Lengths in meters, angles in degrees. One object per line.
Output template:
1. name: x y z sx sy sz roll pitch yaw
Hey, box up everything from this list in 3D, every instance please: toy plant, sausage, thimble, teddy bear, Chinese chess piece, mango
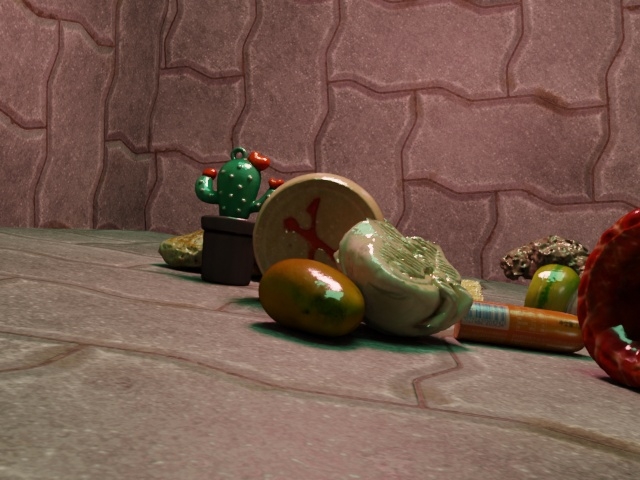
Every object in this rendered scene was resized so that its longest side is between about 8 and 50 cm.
1. toy plant: -0.261 -0.077 2.131 0.279 0.400 0.185 8 0 40
2. sausage: 0.453 0.191 1.592 0.312 0.093 0.093 7 2 0
3. toy plant: 0.678 0.180 1.796 0.315 0.184 0.224 19 -14 28
4. thimble: 0.651 0.109 1.308 0.230 0.350 0.350 7 2 -25
5. teddy bear: 0.796 0.130 2.259 0.357 0.224 0.367 34 4 -25
6. Chinese chess piece: 0.000 0.000 1.815 0.338 0.338 0.140 8 3 8
7. mango: -0.009 0.117 1.434 0.175 0.139 0.254 -13 24 -42

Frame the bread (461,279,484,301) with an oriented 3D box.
1. bread: 0.388 0.180 2.095 0.147 0.127 0.152 9 35 -10

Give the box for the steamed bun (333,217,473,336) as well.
1. steamed bun: 0.150 0.108 1.558 0.268 0.207 0.280 15 29 -26

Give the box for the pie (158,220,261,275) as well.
1. pie: -0.303 0.023 2.436 0.418 0.180 0.395 1 1 13
